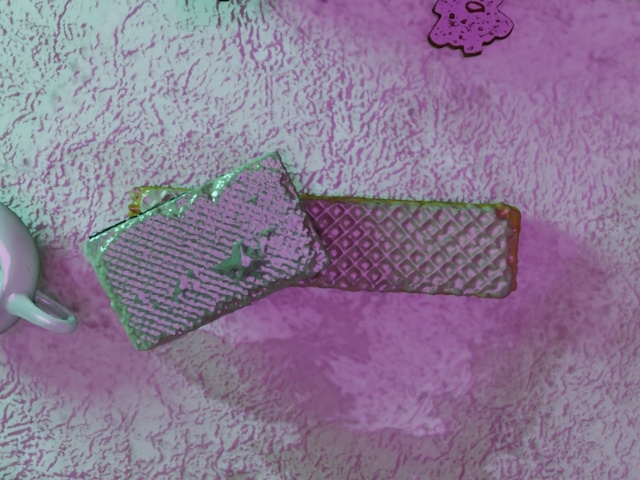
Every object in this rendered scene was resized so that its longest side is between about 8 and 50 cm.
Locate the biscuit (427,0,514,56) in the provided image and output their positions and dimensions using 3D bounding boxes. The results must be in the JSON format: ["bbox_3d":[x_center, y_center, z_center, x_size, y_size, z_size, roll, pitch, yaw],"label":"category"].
[{"bbox_3d":[0.139,-0.221,0.903,0.082,0.016,0.092,-10,95,7],"label":"biscuit"}]

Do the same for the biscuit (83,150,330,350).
[{"bbox_3d":[-0.103,0.011,0.864,0.199,0.040,0.121,-26,97,3],"label":"biscuit"}]

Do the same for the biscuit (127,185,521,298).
[{"bbox_3d":[0.000,0.000,0.909,0.378,0.054,0.094,4,96,1],"label":"biscuit"}]

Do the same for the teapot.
[{"bbox_3d":[-0.330,0.029,0.900,0.226,0.092,0.145,26,98,-3],"label":"teapot"}]
